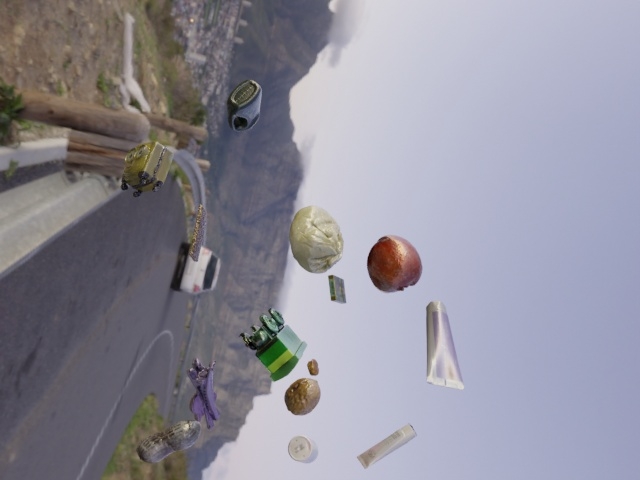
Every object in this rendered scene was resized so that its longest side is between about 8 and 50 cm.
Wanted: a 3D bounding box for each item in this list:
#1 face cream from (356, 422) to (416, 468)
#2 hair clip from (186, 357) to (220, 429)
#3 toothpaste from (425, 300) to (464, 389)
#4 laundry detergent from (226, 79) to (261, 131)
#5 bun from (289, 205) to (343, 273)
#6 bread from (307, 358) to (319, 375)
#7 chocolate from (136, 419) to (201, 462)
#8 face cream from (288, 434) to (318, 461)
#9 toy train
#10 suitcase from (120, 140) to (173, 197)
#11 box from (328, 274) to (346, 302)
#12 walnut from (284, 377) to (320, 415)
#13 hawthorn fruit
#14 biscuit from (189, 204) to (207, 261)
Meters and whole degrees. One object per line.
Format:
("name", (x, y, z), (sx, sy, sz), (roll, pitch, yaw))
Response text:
("face cream", (0.260, 0.801, 2.026), (0.058, 0.244, 0.092), (64, -12, -11))
("hair clip", (-0.373, 0.483, 1.682), (0.137, 0.090, 0.278), (-68, 165, -58))
("toothpaste", (0.421, 0.360, 1.828), (0.371, 0.125, 0.080), (-82, -176, -55))
("laundry detergent", (-0.254, -0.423, 1.724), (0.144, 0.078, 0.221), (-51, 175, -21))
("bun", (0.000, 0.000, 1.677), (0.229, 0.145, 0.229), (2, 90, -65))
("bread", (-0.036, 0.625, 2.553), (0.081, 0.046, 0.083), (51, 29, -58))
("chocolate", (-0.571, 0.762, 1.972), (0.110, 0.248, 0.110), (60, -12, 22))
("face cream", (-0.064, 0.865, 2.145), (0.345, 0.102, 0.101), (81, 16, -66))
("toy train", (-0.147, 0.335, 1.709), (0.120, 0.202, 0.301), (-41, 176, 2))
("suitcase", (-0.780, -0.327, 2.321), (0.194, 0.143, 0.234), (-8, -121, 40))
("box", (0.081, 0.235, 2.476), (0.193, 0.030, 0.121), (30, 52, -69))
("walnut", (-0.079, 0.708, 2.375), (0.184, 0.155, 0.155), (-49, -168, -1))
("hawthorn fruit", (0.217, 0.068, 1.543), (0.173, 0.173, 0.172), (-166, -90, -79))
("biscuit", (-0.520, -0.030, 2.225), (0.131, 0.025, 0.230), (102, -4, -74))
